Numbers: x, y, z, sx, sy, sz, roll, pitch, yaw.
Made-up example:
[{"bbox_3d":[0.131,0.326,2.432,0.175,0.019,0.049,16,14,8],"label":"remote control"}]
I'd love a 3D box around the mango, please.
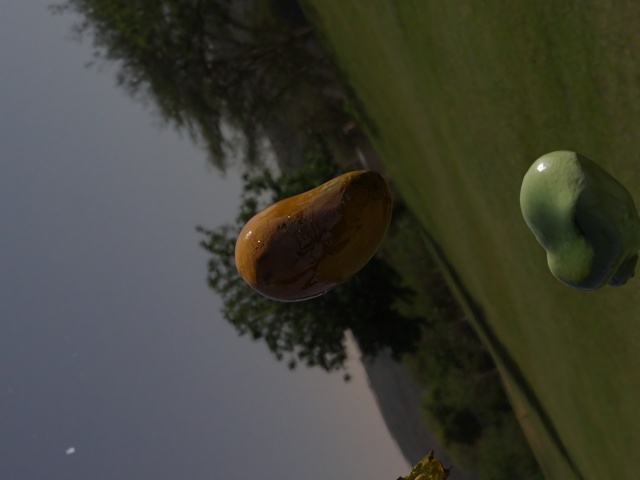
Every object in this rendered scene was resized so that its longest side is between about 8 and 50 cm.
[{"bbox_3d":[-0.001,0.003,0.973,0.105,0.159,0.084,48,-151,-37],"label":"mango"}]

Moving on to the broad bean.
[{"bbox_3d":[0.344,-0.020,1.379,0.169,0.100,0.228,4,142,53],"label":"broad bean"}]

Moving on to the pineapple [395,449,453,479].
[{"bbox_3d":[0.111,0.507,1.624,0.161,0.334,0.158,36,151,27],"label":"pineapple"}]
